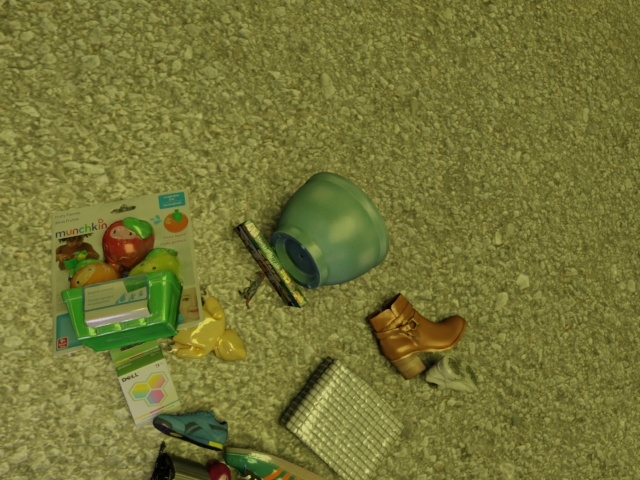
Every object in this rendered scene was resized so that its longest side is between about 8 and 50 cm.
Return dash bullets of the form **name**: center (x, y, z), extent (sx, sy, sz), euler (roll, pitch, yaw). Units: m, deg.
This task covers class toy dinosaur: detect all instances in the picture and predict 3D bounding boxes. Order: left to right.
- **toy dinosaur**: center (-0.180, 0.123, 1.408), extent (0.082, 0.047, 0.090), euler (-32, 131, -32)

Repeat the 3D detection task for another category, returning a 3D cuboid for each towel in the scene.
- **towel**: center (0.060, 0.490, 1.419), extent (0.284, 0.121, 0.235), euler (45, 68, -11)

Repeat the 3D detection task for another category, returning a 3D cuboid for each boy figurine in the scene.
- **boy figurine**: center (-0.305, 0.212, 1.305), extent (0.285, 0.092, 0.177), euler (29, 73, -19)

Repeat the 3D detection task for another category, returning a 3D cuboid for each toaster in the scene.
- **toaster**: center (-0.340, 0.590, 1.207), extent (0.110, 0.168, 0.185), euler (25, 76, -22)

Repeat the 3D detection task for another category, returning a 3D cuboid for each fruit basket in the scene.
- **fruit basket**: center (-0.443, 0.054, 1.172), extent (0.327, 0.165, 0.353), euler (-11, 70, -5)

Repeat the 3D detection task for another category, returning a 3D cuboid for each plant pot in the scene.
- **plant pot**: center (0.000, 0.000, 1.334), extent (0.196, 0.293, 0.293), euler (-39, 100, -32)

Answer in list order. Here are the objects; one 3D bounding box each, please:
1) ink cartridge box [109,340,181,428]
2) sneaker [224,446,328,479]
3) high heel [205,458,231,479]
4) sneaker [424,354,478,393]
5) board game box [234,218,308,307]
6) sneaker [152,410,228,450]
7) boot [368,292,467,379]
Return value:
- **ink cartridge box**: center (-0.408, 0.321, 1.222), extent (0.109, 0.062, 0.209), euler (-20, 115, -23)
- **sneaker**: center (-0.119, 0.616, 1.322), extent (0.302, 0.108, 0.121), euler (31, 61, -19)
- **high heel**: center (-0.250, 0.661, 1.262), extent (0.082, 0.117, 0.244), euler (10, 80, -22)
- **sneaker**: center (0.394, 0.416, 1.593), extent (0.232, 0.115, 0.090), euler (35, 36, -37)
- **board game box**: center (-0.132, 0.063, 1.371), extent (0.030, 0.136, 0.259), euler (-37, 98, -21)
- **sneaker**: center (-0.311, 0.445, 1.272), extent (0.209, 0.069, 0.082), euler (37, 53, -36)
- **boot**: center (0.289, 0.247, 1.562), extent (0.283, 0.109, 0.220), euler (-33, 94, -16)
